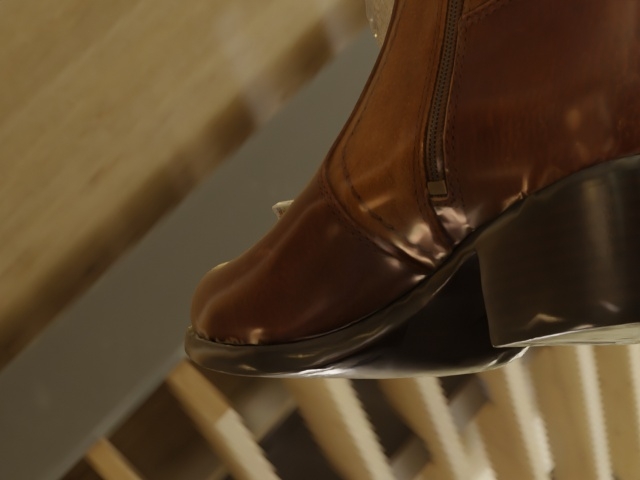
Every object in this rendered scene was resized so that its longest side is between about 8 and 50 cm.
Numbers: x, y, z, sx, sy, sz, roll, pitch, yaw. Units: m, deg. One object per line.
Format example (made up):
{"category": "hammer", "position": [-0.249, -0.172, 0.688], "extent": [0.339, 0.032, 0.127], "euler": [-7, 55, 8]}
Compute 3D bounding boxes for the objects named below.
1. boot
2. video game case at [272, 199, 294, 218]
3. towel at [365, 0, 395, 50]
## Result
{"category": "boot", "position": [0.029, -0.095, 0.599], "extent": [0.096, 0.280, 0.264], "euler": [1, -11, -29]}
{"category": "video game case", "position": [0.000, 0.000, 1.558], "extent": [0.011, 0.087, 0.122], "euler": [-36, 10, -17]}
{"category": "towel", "position": [0.064, -0.099, 1.009], "extent": [0.049, 0.282, 0.187], "euler": [-16, -49, 0]}
